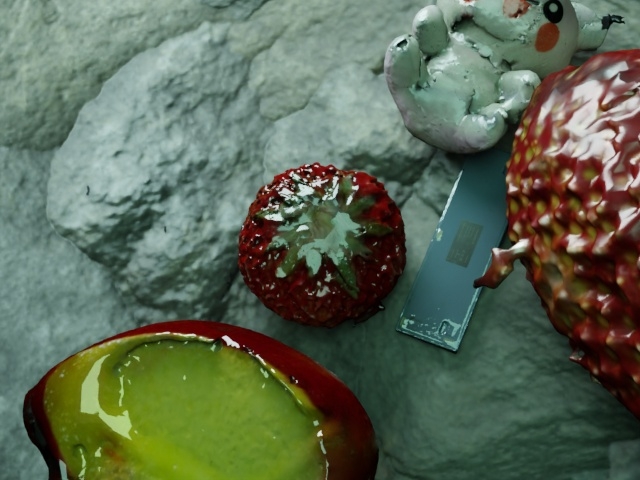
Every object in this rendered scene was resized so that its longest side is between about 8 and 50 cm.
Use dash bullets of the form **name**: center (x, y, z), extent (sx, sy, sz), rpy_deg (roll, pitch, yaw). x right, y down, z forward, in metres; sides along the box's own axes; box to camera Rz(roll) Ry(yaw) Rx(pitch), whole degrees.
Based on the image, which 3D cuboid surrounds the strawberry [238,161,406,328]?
- **strawberry**: center (0.000, 0.000, 1.115), extent (0.145, 0.086, 0.145), rpy_deg (-2, 73, 5)

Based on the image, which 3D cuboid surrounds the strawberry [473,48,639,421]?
- **strawberry**: center (0.268, 0.020, 1.001), extent (0.343, 0.292, 0.292), rpy_deg (20, 74, 31)

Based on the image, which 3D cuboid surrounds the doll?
- **doll**: center (0.141, -0.157, 1.147), extent (0.149, 0.095, 0.192), rpy_deg (36, 77, 10)

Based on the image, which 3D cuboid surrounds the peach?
- **peach**: center (-0.081, 0.141, 1.040), extent (0.267, 0.154, 0.159), rpy_deg (13, 82, 20)

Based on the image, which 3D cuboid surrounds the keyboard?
- **keyboard**: center (0.119, 0.004, 1.136), extent (0.055, 0.014, 0.176), rpy_deg (20, 75, 13)
